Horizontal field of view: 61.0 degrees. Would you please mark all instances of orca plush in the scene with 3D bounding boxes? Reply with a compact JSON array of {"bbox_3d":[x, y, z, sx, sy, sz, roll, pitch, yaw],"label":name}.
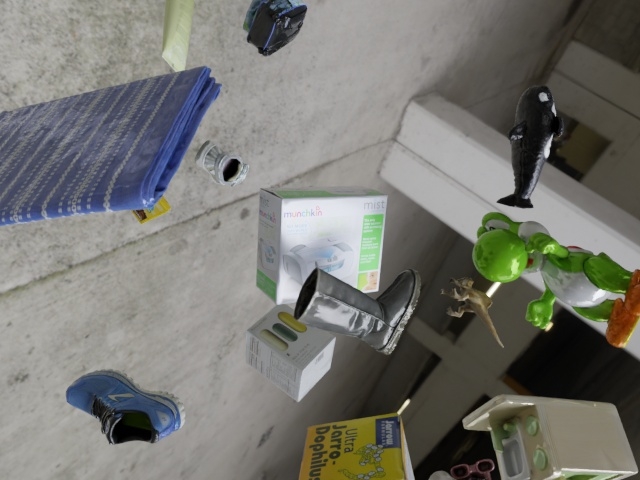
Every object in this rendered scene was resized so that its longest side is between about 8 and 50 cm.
[{"bbox_3d":[0.456,-0.224,1.259,0.102,0.151,0.287,10,106,-25],"label":"orca plush"}]

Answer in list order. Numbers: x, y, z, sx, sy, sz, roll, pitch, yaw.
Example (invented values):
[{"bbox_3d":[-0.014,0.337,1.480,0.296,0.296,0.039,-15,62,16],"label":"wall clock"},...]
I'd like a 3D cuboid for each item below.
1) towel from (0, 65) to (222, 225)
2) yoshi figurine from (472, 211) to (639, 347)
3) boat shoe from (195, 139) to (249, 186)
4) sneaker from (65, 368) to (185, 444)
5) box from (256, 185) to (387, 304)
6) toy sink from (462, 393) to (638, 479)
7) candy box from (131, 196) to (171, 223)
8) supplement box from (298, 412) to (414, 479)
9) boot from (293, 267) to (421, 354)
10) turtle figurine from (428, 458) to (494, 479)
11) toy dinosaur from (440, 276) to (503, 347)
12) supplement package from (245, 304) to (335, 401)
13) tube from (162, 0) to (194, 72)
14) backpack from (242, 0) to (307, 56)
[{"bbox_3d":[-0.293,-0.100,0.633,0.243,0.336,0.040,-79,155,-42],"label":"towel"},{"bbox_3d":[0.455,0.070,1.088,0.204,0.362,0.203,-60,150,6],"label":"yoshi figurine"},{"bbox_3d":[-0.308,-0.239,1.805,0.118,0.103,0.320,-57,168,-3],"label":"boat shoe"},{"bbox_3d":[-0.521,0.430,1.392,0.147,0.330,0.130,-34,132,-68],"label":"sneaker"},{"bbox_3d":[0.000,0.000,1.207,0.262,0.126,0.231,-3,108,-29],"label":"box"},{"bbox_3d":[0.398,0.369,0.966,0.153,0.234,0.131,116,-21,-50],"label":"toy sink"},{"bbox_3d":[-0.500,-0.148,1.459,0.105,0.206,0.027,-22,-157,21],"label":"candy box"},{"bbox_3d":[0.097,0.549,1.042,0.194,0.195,0.357,-74,152,-73],"label":"supplement box"},{"bbox_3d":[0.072,0.101,1.014,0.190,0.208,0.076,-66,-163,-15],"label":"boot"},{"bbox_3d":[0.194,0.384,0.631,0.198,0.274,0.266,-54,-171,-21],"label":"turtle figurine"},{"bbox_3d":[0.291,0.119,1.046,0.092,0.183,0.053,4,127,-15],"label":"toy dinosaur"},{"bbox_3d":[-0.114,0.406,2.009,0.199,0.262,0.198,-39,149,-40],"label":"supplement package"},{"bbox_3d":[-0.296,-0.466,1.125,0.070,0.062,0.240,10,77,-36],"label":"tube"},{"bbox_3d":[-0.086,-0.423,1.034,0.114,0.084,0.105,-42,174,-36],"label":"backpack"}]
